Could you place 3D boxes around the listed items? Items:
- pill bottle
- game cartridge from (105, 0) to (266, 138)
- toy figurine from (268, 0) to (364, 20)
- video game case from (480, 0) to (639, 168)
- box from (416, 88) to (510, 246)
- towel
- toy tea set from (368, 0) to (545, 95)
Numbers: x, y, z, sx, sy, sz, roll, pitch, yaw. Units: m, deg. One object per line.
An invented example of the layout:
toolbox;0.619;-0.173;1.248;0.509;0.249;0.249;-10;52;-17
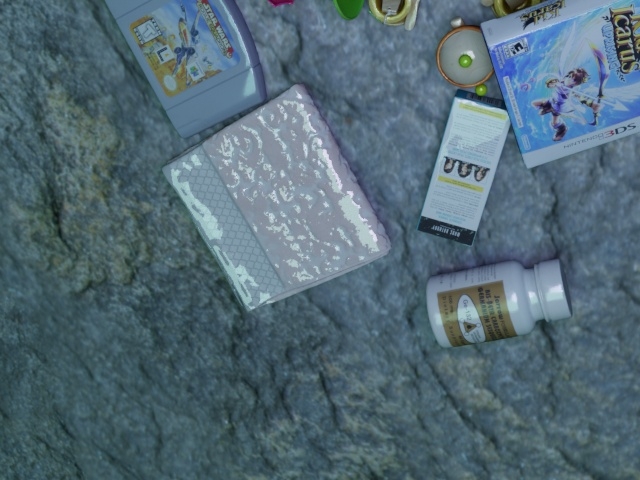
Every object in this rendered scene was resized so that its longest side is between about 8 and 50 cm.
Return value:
pill bottle;0.306;0.104;1.579;0.229;0.131;0.131;-13;108;18
game cartridge;-0.223;-0.342;1.572;0.198;0.062;0.297;-21;105;25
toy figurine;-0.034;-0.412;1.447;0.159;0.173;0.130;4;97;26
video game case;0.391;-0.248;1.366;0.244;0.061;0.269;-19;138;12
box;0.242;-0.120;1.541;0.101;0.060;0.244;17;115;7
towel;-0.082;-0.064;1.636;0.317;0.053;0.331;-26;99;22
toy tea set;0.175;-0.378;1.415;0.336;0.124;0.200;31;116;0
